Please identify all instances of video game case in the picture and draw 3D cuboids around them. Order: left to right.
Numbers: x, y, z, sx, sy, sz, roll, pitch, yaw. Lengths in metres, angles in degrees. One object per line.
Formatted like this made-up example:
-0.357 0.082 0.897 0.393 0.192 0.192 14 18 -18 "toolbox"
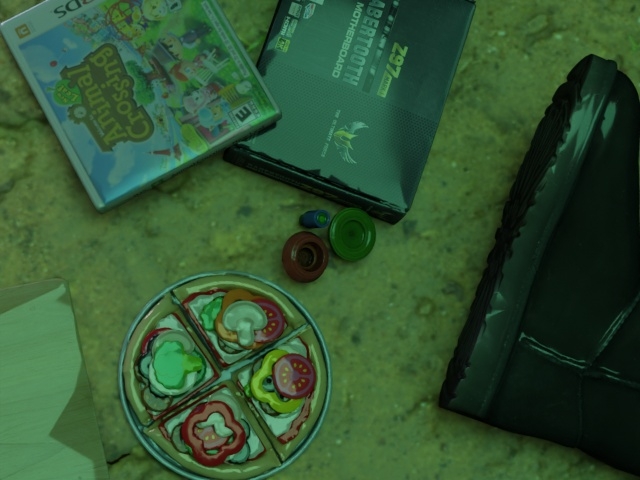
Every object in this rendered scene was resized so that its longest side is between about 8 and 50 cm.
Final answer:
-0.169 -0.158 1.620 0.193 0.023 0.212 -28 75 -6 "video game case"

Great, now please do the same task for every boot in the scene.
0.379 0.067 1.618 0.445 0.146 0.367 19 103 -3 "boot"

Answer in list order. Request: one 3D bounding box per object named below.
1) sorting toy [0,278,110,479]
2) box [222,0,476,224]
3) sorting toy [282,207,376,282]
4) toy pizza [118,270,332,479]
-0.324 0.187 1.516 0.257 0.089 0.255 -11 80 -13 "sorting toy"
0.029 -0.154 1.674 0.183 0.059 0.233 21 76 -7 "box"
0.000 0.000 1.651 0.102 0.042 0.061 -26 101 -27 "sorting toy"
-0.086 0.125 1.606 0.201 0.032 0.201 2 78 -11 "toy pizza"
